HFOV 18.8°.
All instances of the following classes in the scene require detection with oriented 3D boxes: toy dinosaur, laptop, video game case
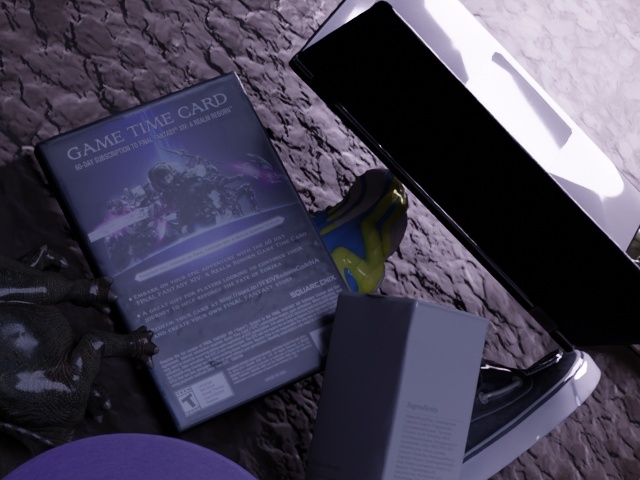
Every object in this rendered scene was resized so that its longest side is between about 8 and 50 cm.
[{"bbox_3d":[-0.230,0.066,1.466,0.160,0.121,0.313,-4,68,-51],"label":"toy dinosaur"},{"bbox_3d":[0.191,-0.109,1.757,0.382,0.236,0.408,46,41,-8],"label":"laptop"},{"bbox_3d":[-0.098,0.006,1.643,0.196,0.026,0.274,-23,77,-24],"label":"video game case"}]

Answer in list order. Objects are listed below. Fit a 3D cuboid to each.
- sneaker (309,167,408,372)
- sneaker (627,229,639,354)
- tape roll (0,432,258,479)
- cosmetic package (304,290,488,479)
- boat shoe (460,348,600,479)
[{"bbox_3d":[0.000,0.000,1.743,0.126,0.091,0.240,33,43,-16],"label":"sneaker"},{"bbox_3d":[0.332,0.040,2.019,0.192,0.086,0.064,51,41,-2],"label":"sneaker"},{"bbox_3d":[-0.128,0.273,1.314,0.090,0.275,0.275,71,-2,-73],"label":"tape roll"},{"bbox_3d":[0.056,0.163,1.588,0.085,0.117,0.231,15,86,-33],"label":"cosmetic package"},{"bbox_3d":[0.145,0.153,1.766,0.301,0.108,0.102,-31,87,-41],"label":"boat shoe"}]
